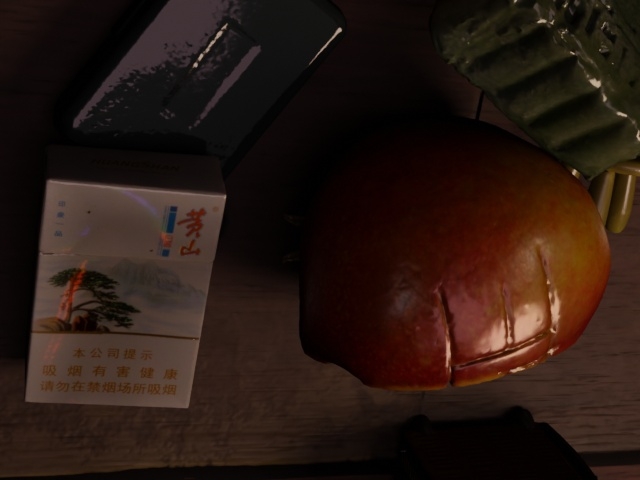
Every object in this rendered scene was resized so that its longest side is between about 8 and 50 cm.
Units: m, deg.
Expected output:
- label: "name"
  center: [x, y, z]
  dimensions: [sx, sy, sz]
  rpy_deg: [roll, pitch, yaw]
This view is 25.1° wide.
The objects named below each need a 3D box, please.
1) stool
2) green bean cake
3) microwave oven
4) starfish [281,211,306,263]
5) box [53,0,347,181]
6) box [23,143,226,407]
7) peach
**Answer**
- label: "stool"
  center: [0.274, -0.043, 1.364]
  dimensions: [0.135, 0.134, 0.111]
  rpy_deg: [-34, 137, -57]
- label: "green bean cake"
  center: [0.217, -0.192, 1.219]
  dimensions: [0.125, 0.223, 0.227]
  rpy_deg: [-21, 128, 42]
- label: "microwave oven"
  center: [0.175, 0.321, 1.445]
  dimensions: [0.188, 0.178, 0.248]
  rpy_deg: [-4, 114, -18]
- label: "starfish"
  center: [0.000, 0.000, 1.329]
  dimensions: [0.078, 0.028, 0.091]
  rpy_deg: [-50, 123, 0]
- label: "box"
  center: [-0.100, -0.144, 1.217]
  dimensions: [0.160, 0.050, 0.230]
  rpy_deg: [36, 98, -30]
- label: "box"
  center: [-0.171, 0.035, 1.229]
  dimensions: [0.149, 0.067, 0.233]
  rpy_deg: [2, 124, -16]
- label: "peach"
  center: [0.097, 0.014, 1.249]
  dimensions: [0.274, 0.248, 0.245]
  rpy_deg: [-23, 83, -32]
